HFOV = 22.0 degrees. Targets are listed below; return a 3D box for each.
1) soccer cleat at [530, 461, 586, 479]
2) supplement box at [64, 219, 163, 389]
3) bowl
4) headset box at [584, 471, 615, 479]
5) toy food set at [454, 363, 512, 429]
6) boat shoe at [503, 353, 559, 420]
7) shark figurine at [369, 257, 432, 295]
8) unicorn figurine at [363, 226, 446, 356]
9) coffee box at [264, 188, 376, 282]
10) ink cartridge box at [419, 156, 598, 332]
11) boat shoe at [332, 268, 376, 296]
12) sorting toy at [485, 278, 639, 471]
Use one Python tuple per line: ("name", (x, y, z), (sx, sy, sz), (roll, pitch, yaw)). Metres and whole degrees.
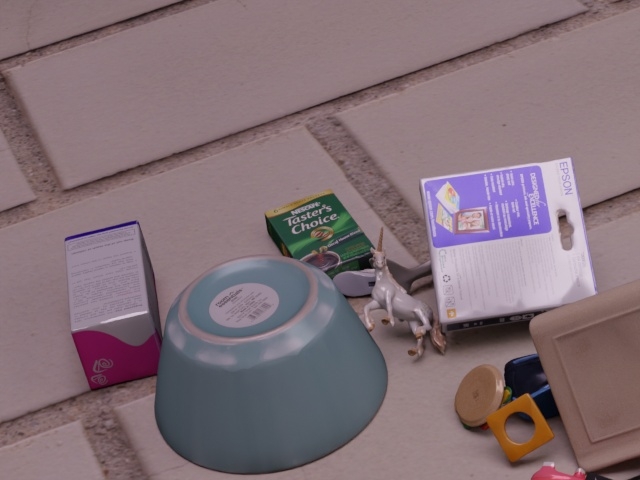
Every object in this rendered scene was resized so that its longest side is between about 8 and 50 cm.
("soccer cleat", (0.343, 0.317, 1.826), (0.248, 0.083, 0.095), (11, 71, 21))
("supplement box", (-0.284, 0.087, 2.272), (0.114, 0.111, 0.220), (-14, 35, -3))
("bowl", (-0.077, 0.133, 2.109), (0.311, 0.163, 0.311), (-7, 36, 5))
("headset box", (0.310, 0.403, 1.639), (0.218, 0.110, 0.293), (16, 55, 30))
("toy food set", (0.198, 0.194, 2.031), (0.083, 0.020, 0.082), (-51, 36, 18))
("boat shoe", (0.349, 0.134, 2.029), (0.258, 0.109, 0.089), (-15, 48, -8))
("shark figurine", (0.218, 0.018, 2.226), (0.278, 0.116, 0.166), (3, 37, 16))
("unicorn figurine", (0.100, 0.081, 2.159), (0.060, 0.162, 0.111), (-27, 30, 32))
("coffee box", (0.000, 0.000, 2.369), (0.113, 0.040, 0.184), (-20, 37, -10))
("ink cartridge box", (0.245, 0.005, 2.155), (0.208, 0.045, 0.206), (-8, 70, 5))
("boat shoe", (0.068, 0.056, 2.287), (0.100, 0.035, 0.035), (-6, 9, 14))
("sorting toy", (0.360, 0.155, 1.942), (0.347, 0.196, 0.047), (-21, -8, 17))
